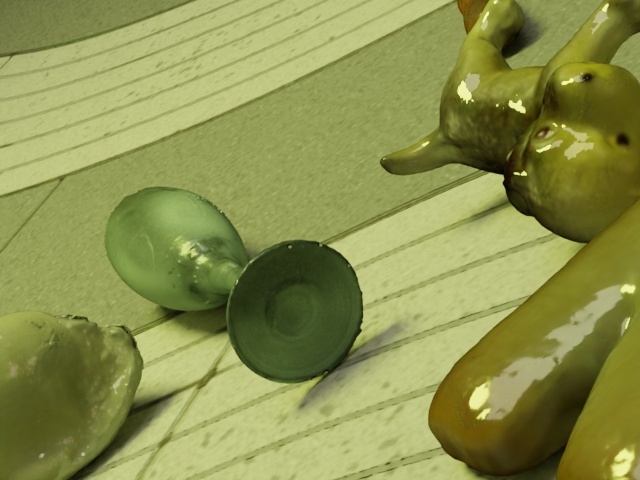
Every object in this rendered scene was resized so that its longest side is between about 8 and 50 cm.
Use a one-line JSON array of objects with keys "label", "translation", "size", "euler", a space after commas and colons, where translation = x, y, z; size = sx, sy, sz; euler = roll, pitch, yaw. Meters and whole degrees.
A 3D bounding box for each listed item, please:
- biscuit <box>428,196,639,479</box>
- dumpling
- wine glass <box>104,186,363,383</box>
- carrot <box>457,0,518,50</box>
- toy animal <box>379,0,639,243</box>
[{"label": "biscuit", "translation": [0.205, 0.035, 0.881], "size": [0.290, 0.062, 0.237], "euler": [-40, 24, -9]}, {"label": "dumpling", "translation": [-0.224, 0.121, 1.235], "size": [0.199, 0.136, 0.118], "euler": [-5, -5, 16]}, {"label": "wine glass", "translation": [0.000, 0.000, 1.277], "size": [0.264, 0.096, 0.309], "euler": [-16, 15, -20]}, {"label": "carrot", "translation": [0.142, -0.204, 1.478], "size": [0.047, 0.047, 0.191], "euler": [-31, 18, 10]}, {"label": "toy animal", "translation": [0.157, -0.083, 1.103], "size": [0.168, 0.121, 0.233], "euler": [-43, 27, -16]}]
